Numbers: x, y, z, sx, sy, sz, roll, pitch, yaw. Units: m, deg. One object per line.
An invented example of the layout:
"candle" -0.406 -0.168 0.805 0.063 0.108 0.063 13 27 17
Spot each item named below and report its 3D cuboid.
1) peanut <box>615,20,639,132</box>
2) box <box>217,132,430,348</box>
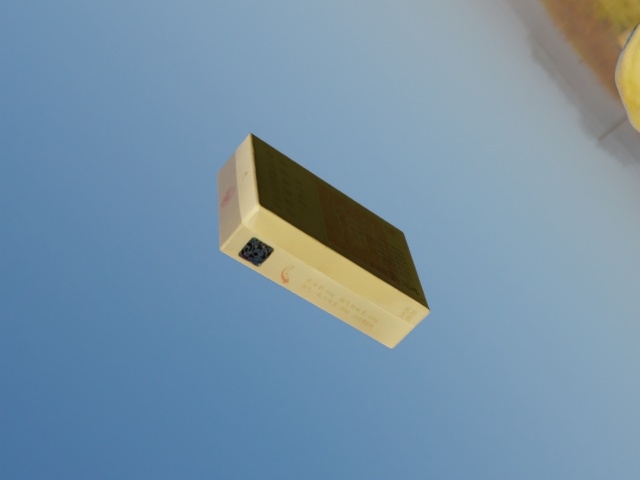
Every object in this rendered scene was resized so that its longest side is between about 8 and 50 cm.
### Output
"peanut" 0.344 -0.058 0.690 0.319 0.147 0.147 33 -154 -17
"box" 0.000 0.000 0.872 0.201 0.058 0.141 33 -156 -24
